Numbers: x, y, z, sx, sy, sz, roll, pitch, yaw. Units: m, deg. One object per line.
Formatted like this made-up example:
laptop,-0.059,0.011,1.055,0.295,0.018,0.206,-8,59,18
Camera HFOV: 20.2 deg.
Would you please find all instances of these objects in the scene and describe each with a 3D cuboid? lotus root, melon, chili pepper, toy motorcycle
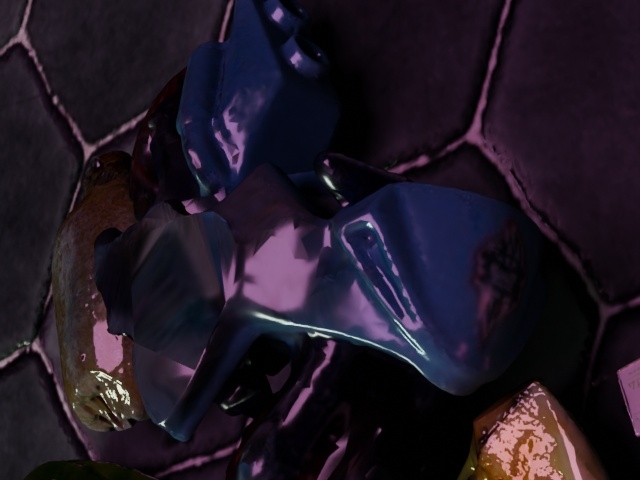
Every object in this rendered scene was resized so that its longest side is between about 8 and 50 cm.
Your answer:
lotus root,-0.131,0.030,1.171,0.113,0.088,0.192,-30,60,49
melon,0.098,0.157,0.895,0.128,0.079,0.160,45,105,27
chili pepper,-0.164,0.181,1.185,0.204,0.072,0.073,-5,80,48
toy motorcycle,0.000,0.000,0.985,0.232,0.172,0.416,-49,34,23

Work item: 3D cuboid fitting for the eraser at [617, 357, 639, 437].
eraser,0.181,0.062,0.857,0.083,0.019,0.038,-34,56,39
